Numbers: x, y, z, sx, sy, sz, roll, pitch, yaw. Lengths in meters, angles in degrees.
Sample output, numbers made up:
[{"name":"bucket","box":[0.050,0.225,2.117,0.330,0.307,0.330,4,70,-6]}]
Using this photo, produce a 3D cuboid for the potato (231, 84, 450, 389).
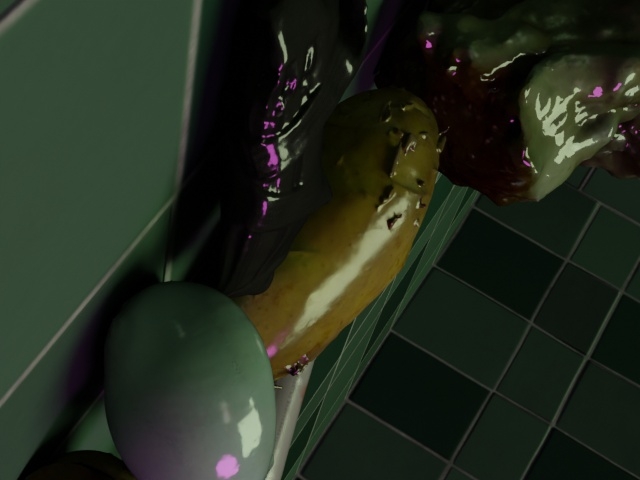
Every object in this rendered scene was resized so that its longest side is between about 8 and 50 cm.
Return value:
[{"name":"potato","box":[0.000,0.000,1.065,0.300,0.140,0.173,-55,166,-3]}]

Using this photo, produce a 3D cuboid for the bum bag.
[{"name":"bum bag","box":[-0.024,-0.072,0.861,0.326,0.080,0.142,106,11,-46]}]

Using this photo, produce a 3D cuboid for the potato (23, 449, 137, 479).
[{"name":"potato","box":[-0.184,0.192,0.931,0.096,0.066,0.103,-29,179,-4]}]

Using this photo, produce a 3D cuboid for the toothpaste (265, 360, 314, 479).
[{"name":"toothpaste","box":[-0.041,0.115,1.162,0.100,0.066,0.323,-3,-114,48]}]

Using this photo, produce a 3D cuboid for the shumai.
[{"name":"shumai","box":[0.222,-0.197,1.222,0.323,0.397,0.324,-26,154,-18]}]

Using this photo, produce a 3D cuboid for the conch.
[{"name":"conch","box":[-0.099,0.116,0.915,0.221,0.121,0.185,93,-13,-55]}]
